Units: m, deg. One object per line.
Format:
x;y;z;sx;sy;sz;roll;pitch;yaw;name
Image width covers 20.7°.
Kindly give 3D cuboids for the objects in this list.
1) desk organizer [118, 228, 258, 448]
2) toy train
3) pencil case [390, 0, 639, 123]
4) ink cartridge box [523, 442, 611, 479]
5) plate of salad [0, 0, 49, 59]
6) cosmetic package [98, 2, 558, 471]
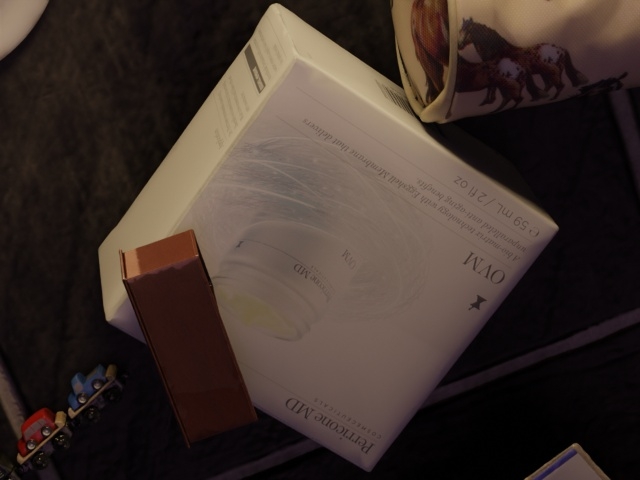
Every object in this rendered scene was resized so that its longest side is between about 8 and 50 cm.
-0.085;0.063;1.133;0.050;0.047;0.130;-18;115;-1;desk organizer
-0.205;0.144;1.304;0.158;0.027;0.036;-41;102;8;toy train
0.247;-0.200;1.167;0.410;0.160;0.183;-10;95;-6;pencil case
0.160;0.326;1.334;0.303;0.072;0.307;-38;109;11;ink cartridge box
-0.263;-0.182;1.131;0.200;0.048;0.200;-12;124;-18;plate of salad
0.000;0.000;1.220;0.224;0.138;0.224;32;105;-19;cosmetic package
